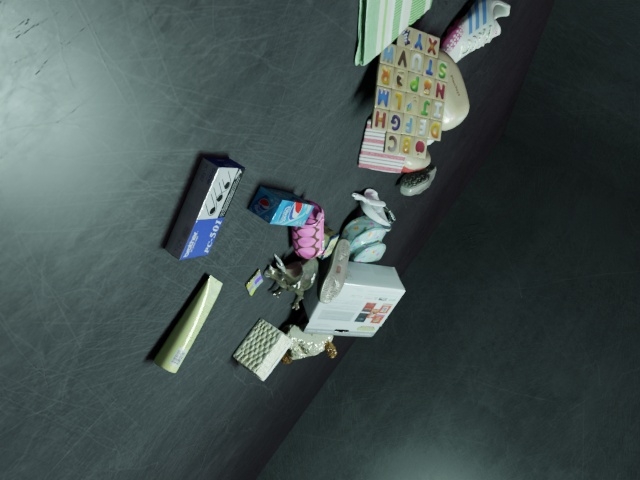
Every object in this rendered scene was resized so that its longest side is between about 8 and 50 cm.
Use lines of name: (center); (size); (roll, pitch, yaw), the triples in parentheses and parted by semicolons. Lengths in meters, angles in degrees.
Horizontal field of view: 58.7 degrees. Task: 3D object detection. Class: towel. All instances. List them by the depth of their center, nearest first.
towel: (0.191, -0.599, 1.382); (0.325, 0.038, 0.247); (-47, 159, -25)
towel: (-0.188, 0.120, 1.623); (0.060, 0.009, 0.083); (-51, 161, -23)
towel: (0.200, -0.293, 1.769); (0.197, 0.144, 0.029); (100, -2, -50)

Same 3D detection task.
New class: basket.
basket: (-0.189, 0.351, 1.844); (0.167, 0.113, 0.103); (-54, 160, -13)

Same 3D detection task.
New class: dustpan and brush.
dustpan and brush: (0.173, -0.134, 2.029); (0.211, 0.147, 0.060); (7, 143, -40)

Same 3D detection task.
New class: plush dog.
plush dog: (-0.053, 0.377, 2.180); (0.262, 0.210, 0.225); (-44, -177, -34)

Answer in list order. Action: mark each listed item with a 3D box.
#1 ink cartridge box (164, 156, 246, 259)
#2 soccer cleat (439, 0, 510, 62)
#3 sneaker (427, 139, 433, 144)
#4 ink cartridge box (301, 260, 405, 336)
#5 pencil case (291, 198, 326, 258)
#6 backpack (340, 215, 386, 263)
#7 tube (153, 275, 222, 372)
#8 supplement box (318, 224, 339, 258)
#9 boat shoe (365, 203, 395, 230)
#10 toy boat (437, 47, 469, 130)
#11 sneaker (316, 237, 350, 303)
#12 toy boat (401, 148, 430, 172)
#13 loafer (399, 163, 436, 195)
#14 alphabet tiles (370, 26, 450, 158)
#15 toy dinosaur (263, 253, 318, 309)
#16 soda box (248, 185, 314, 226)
ink cartridge box: (-0.230, -0.063, 1.140); (0.207, 0.046, 0.097); (-63, 161, 17)
soccer cleat: (0.508, -0.687, 1.897); (0.331, 0.143, 0.116); (-55, 162, -7)
sneaker: (0.292, -0.354, 1.854); (0.263, 0.099, 0.121); (-26, 166, -30)
ink cartridge box: (0.102, 0.216, 2.079); (0.310, 0.130, 0.271); (9, 128, -26)
pencil case: (-0.032, -0.029, 1.643); (0.095, 0.098, 0.209); (-56, 163, -24)
backpack: (0.155, 0.004, 2.088); (0.166, 0.144, 0.188); (-14, 139, -27)
tube: (-0.310, 0.196, 1.362); (0.240, 0.062, 0.070); (-60, -153, -9)
supplement box: (0.000, 0.000, 1.799); (0.056, 0.083, 0.083); (-27, 146, -59)
boat shoe: (0.248, -0.096, 2.296); (0.079, 0.095, 0.255); (-52, 156, 19)
toy boat: (0.312, -0.448, 1.743); (0.318, 0.148, 0.267); (-31, 105, -37)
sneaker: (0.023, 0.094, 1.886); (0.083, 0.118, 0.221); (19, 88, -37)
toy boat: (0.282, -0.295, 2.016); (0.151, 0.151, 0.231); (-34, 174, 27)
loafer: (0.420, -0.246, 2.464); (0.319, 0.112, 0.111); (-35, 143, -52)
alphabet tiles: (0.255, -0.406, 1.579); (0.285, 0.011, 0.342); (1, 99, -40)
toy dinosaur: (-0.058, 0.108, 1.775); (0.314, 0.121, 0.160); (-22, 147, -57)
soda box: (-0.094, -0.082, 1.428); (0.067, 0.071, 0.210); (-61, 162, 10)
